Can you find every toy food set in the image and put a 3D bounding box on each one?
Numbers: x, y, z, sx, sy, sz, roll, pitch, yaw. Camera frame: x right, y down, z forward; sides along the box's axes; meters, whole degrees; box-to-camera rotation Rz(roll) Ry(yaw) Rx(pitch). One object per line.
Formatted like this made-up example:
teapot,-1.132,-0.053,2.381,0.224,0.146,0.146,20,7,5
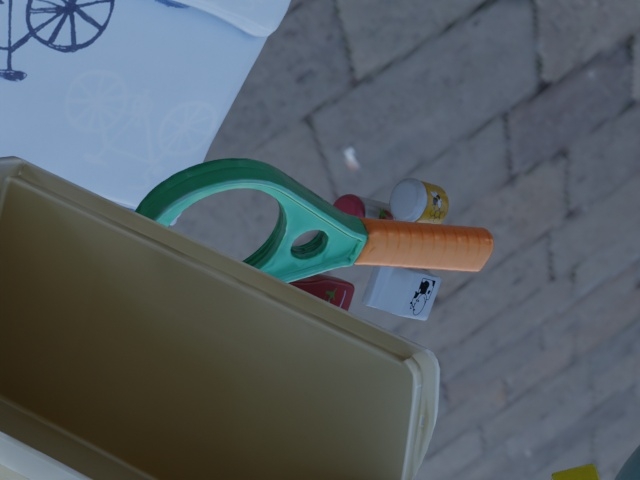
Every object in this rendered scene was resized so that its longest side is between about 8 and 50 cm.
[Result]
toy food set,0.018,0.048,1.352,0.104,0.111,0.232,13,100,-46

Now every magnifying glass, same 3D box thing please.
magnifying glass,0.000,0.000,0.894,0.231,0.026,0.092,3,131,-34

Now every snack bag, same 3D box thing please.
snack bag,-0.142,-0.173,1.002,0.323,0.037,0.342,13,112,-45

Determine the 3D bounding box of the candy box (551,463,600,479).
candy box,0.148,0.212,0.710,0.027,0.206,0.105,-15,137,1

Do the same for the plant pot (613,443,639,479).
plant pot,0.381,0.251,1.334,0.235,0.293,0.293,-30,158,25

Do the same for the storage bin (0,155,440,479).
storage bin,-0.114,0.076,0.634,0.262,0.260,0.123,-14,124,-65
